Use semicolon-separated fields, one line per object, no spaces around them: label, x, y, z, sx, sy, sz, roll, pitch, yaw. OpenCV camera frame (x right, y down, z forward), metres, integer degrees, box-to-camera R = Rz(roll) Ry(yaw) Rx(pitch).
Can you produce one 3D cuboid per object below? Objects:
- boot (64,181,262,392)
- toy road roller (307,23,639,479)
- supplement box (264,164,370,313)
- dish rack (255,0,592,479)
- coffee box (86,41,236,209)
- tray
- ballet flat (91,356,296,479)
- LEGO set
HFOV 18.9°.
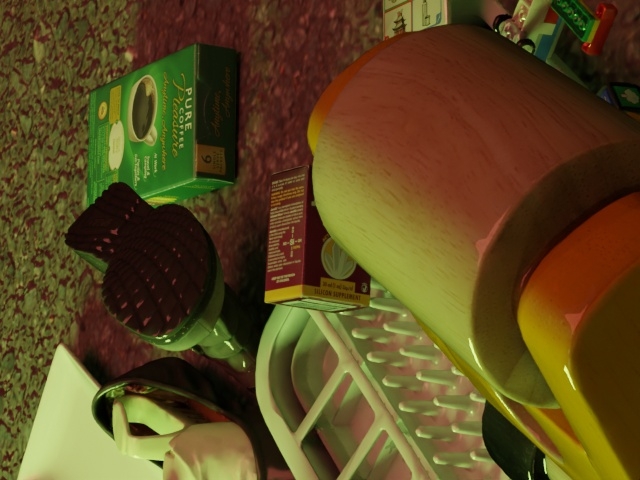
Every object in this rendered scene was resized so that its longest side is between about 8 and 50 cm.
boot;-0.078;0.048;1.328;0.083;0.161;0.246;-47;25;-2
toy road roller;0.173;0.012;0.840;0.240;0.329;0.202;-41;39;-5
supplement box;0.000;0.000;1.191;0.043;0.055;0.083;-12;73;53
dish rack;0.093;0.047;1.150;0.333;0.072;0.285;-63;37;26
coffee box;-0.130;-0.084;1.543;0.184;0.040;0.113;-17;70;55
tray;-0.171;0.202;1.553;0.270;0.030;0.145;40;117;52
ballet flat;-0.082;0.156;1.367;0.280;0.096;0.095;20;111;56
LEGO set;0.111;-0.091;1.072;0.244;0.060;0.182;-18;71;63
